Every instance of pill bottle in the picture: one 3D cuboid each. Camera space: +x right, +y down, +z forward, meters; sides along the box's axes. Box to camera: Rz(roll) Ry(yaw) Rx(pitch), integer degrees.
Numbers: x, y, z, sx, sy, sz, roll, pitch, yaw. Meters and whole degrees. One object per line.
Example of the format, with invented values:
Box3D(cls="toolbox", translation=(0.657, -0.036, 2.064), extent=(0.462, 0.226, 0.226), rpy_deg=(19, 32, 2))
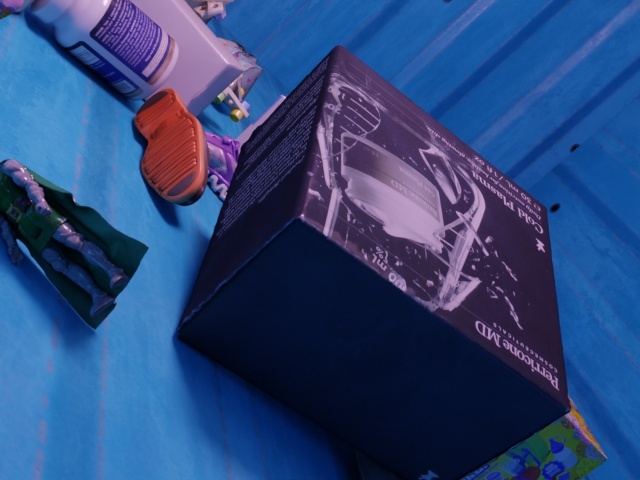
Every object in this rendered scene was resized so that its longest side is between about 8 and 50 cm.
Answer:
Box3D(cls="pill bottle", translation=(-0.414, -0.403, 1.746), extent=(0.265, 0.153, 0.153), rpy_deg=(39, 15, -39))

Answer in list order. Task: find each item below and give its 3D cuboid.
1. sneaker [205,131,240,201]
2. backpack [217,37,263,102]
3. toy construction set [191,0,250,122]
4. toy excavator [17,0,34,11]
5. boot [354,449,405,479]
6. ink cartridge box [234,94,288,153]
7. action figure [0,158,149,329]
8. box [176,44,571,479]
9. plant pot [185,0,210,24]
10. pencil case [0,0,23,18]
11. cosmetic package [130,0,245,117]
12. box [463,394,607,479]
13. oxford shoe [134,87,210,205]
Box3D(cls="sneaker", translation=(-0.222, -0.186, 1.862), extent=(0.236, 0.104, 0.095), rpy_deg=(46, 14, -7))
Box3D(cls="backpack", translation=(-0.256, -0.448, 2.421), extent=(0.144, 0.166, 0.188), rpy_deg=(42, 12, 21))
Box3D(cls="toy construction set", translation=(-0.273, -0.442, 2.119), extent=(0.215, 0.327, 0.151), rpy_deg=(19, 42, 25))
Box3D(cls="toy excavator", translation=(-0.674, -0.664, 1.640), extent=(0.433, 0.222, 0.445), rpy_deg=(39, 29, -39))
Box3D(cls="boot", translation=(0.124, 0.409, 1.314), extent=(0.189, 0.076, 0.208), rpy_deg=(47, 5, -14))
Box3D(cls="ink cartridge box", translation=(-0.077, -0.231, 2.288), extent=(0.197, 0.198, 0.270), rpy_deg=(47, 12, -1))
Box3D(cls="action figure", translation=(-0.314, -0.016, 1.020), extent=(0.232, 0.137, 0.063), rpy_deg=(41, 24, 7))
Box3D(cls="box", translation=(0.096, 0.037, 1.385), extent=(0.480, 0.297, 0.472), rpy_deg=(35, 36, -18))
Box3D(cls="plant pot", translation=(-0.371, -0.649, 2.248), extent=(0.341, 0.334, 0.341), rpy_deg=(46, 11, -12))
Box3D(cls="pencil case", translation=(-0.569, -0.425, 1.348), extent=(0.124, 0.124, 0.284), rpy_deg=(53, 15, 21))
Box3D(cls="cosmetic package", translation=(-0.362, -0.443, 1.961), extent=(0.365, 0.197, 0.155), rpy_deg=(50, 11, 0))
Box3D(cls="box", translation=(0.281, 0.329, 1.554), extent=(0.177, 0.290, 0.279), rpy_deg=(45, 13, -18))
Box3D(cls="oxford shoe", translation=(-0.242, -0.154, 1.647), extent=(0.133, 0.130, 0.363), rpy_deg=(49, 10, -35))
